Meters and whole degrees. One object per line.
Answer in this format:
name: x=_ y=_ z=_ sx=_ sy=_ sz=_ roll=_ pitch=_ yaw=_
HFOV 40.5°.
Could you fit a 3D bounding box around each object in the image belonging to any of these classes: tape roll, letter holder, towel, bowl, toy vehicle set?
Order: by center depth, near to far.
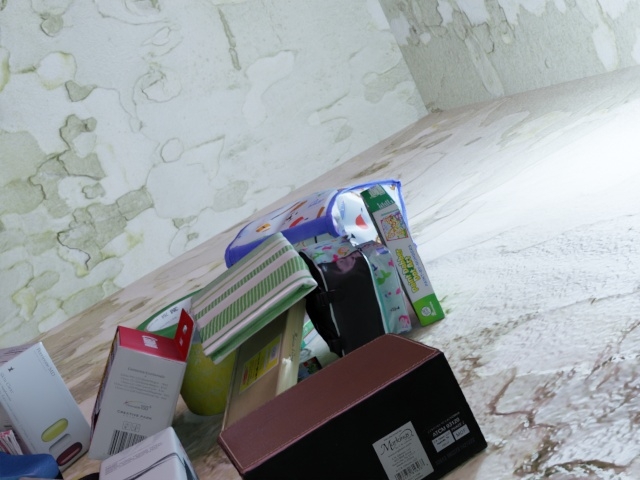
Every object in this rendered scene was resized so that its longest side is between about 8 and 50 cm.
letter holder: x=0.032 y=0.272 z=1.191 sx=0.302 sy=0.152 sz=0.214 roll=-29 pitch=11 yaw=-14
toy vehicle set: x=-0.101 y=0.230 z=1.547 sx=0.166 sy=0.035 sz=0.267 roll=-41 pitch=26 yaw=32
towel: x=-0.138 y=0.102 z=1.652 sx=0.248 sy=0.038 sz=0.325 roll=-38 pitch=19 yaw=-3
bowl: x=-0.199 y=0.208 z=1.798 sx=0.289 sy=0.156 sz=0.289 roll=-29 pitch=20 yaw=12
towel: x=-0.660 y=0.460 z=1.815 sx=0.197 sy=0.144 sz=0.029 roll=-15 pitch=21 yaw=44
tape roll: x=-0.357 y=0.220 z=2.366 sx=0.321 sy=0.077 sz=0.321 roll=-24 pitch=12 yaw=6

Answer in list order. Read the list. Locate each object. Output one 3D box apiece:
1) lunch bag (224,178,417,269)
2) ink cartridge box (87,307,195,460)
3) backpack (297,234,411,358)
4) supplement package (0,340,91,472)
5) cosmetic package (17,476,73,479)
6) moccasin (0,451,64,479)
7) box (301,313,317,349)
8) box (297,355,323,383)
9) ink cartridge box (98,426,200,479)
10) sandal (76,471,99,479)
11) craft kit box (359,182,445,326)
lunch bag: x=0.000 y=0.000 z=2.080 sx=0.328 sy=0.238 sz=0.385 roll=-19 pitch=-6 yaw=30
ink cartridge box: x=-0.343 y=0.256 z=1.650 sx=0.130 sy=0.271 sz=0.309 roll=16 pitch=-3 yaw=-14
backpack: x=0.051 y=0.102 z=1.671 sx=0.191 sy=0.225 sz=0.253 roll=-20 pitch=13 yaw=-16
supplement package: x=-0.643 y=0.372 z=1.870 sx=0.204 sy=0.261 sz=0.145 roll=-14 pitch=18 yaw=42
cosmetic package: x=-0.443 y=0.464 z=1.407 sx=0.238 sy=0.127 sz=0.107 roll=-10 pitch=21 yaw=48
moccasin: x=-0.622 y=0.490 z=1.679 sx=0.342 sy=0.116 sz=0.138 roll=-9 pitch=15 yaw=42
box: x=-0.087 y=0.212 z=1.930 sx=0.179 sy=0.043 sz=0.105 roll=-13 pitch=19 yaw=40
box: x=-0.034 y=0.277 z=1.564 sx=0.114 sy=0.036 sz=0.207 roll=-27 pitch=12 yaw=-5
ink cartridge box: x=-0.183 y=0.377 z=1.068 sx=0.114 sy=0.197 sz=0.273 roll=-26 pitch=13 yaw=-9
sandal: x=-0.372 y=0.443 z=1.575 sx=0.179 sy=0.040 sz=0.067 roll=-13 pitch=14 yaw=-9
craft kit box: x=0.160 y=0.022 z=1.738 sx=0.061 sy=0.246 sz=0.250 roll=-27 pitch=12 yaw=3
